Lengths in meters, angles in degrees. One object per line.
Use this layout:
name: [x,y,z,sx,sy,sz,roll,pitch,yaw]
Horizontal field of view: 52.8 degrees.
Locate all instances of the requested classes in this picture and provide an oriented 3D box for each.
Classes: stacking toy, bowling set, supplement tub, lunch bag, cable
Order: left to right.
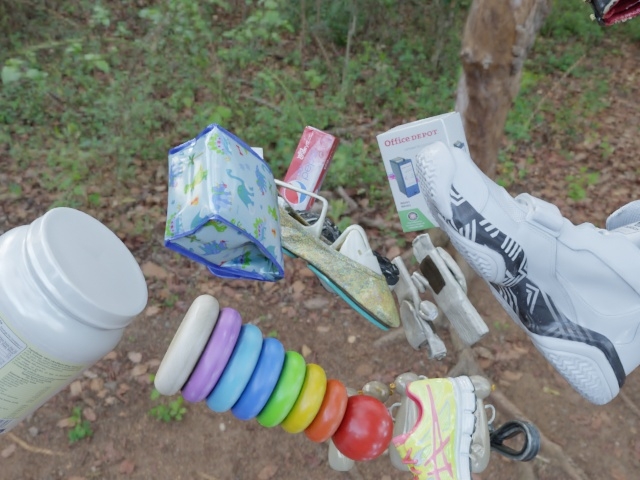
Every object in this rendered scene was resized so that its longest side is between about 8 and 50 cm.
supplement tub: [-0.452,0.125,0.985,0.324,0.235,0.235,-37,34,13]
lunch bag: [-0.096,-0.033,0.723,0.096,0.151,0.129,-24,56,30]
stacking toy: [-0.047,0.204,0.871,0.330,0.141,0.141,28,32,-9]
bowling set: [0.131,0.293,1.100,0.286,0.154,0.200,4,-4,-10]
cable: [0.286,0.356,1.168,0.072,0.140,0.287,17,-3,-10]

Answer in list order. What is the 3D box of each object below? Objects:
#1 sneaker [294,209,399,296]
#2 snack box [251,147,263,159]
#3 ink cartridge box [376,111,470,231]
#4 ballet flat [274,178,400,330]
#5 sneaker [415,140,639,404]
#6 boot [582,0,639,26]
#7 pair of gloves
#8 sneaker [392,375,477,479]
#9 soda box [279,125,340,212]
sneaker: [0.010,0.034,1.169,0.271,0.108,0.100,37,31,23]
snack box: [-0.130,-0.075,1.136,0.064,0.179,0.022,-1,-5,-27]
ink cartridge box: [0.222,-0.137,1.305,0.154,0.213,0.093,-8,12,36]
ballet flat: [0.000,0.000,0.998,0.348,0.123,0.123,35,40,7]
sneaker: [0.279,-0.005,0.729,0.210,0.366,0.137,-39,9,6]
boot: [0.472,-0.544,1.200,0.377,0.138,0.284,-15,69,-41]
pair of gloves: [0.187,0.108,1.139,0.042,0.240,0.204,-18,76,-21]
sneaker: [0.130,0.264,0.770,0.094,0.081,0.209,7,69,0]
soda box: [-0.041,-0.172,1.753,0.092,0.264,0.083,24,10,9]
